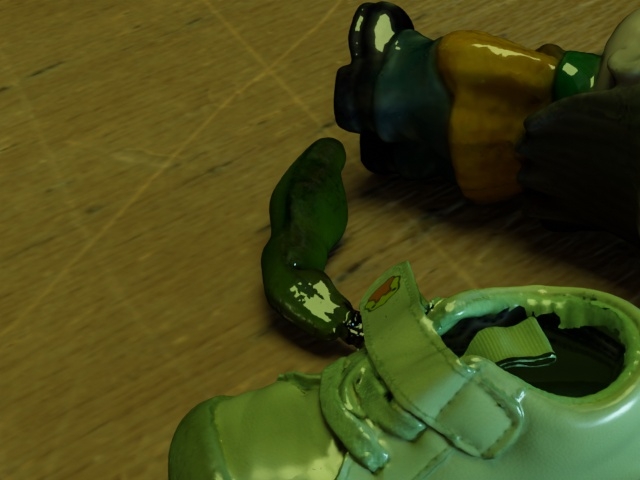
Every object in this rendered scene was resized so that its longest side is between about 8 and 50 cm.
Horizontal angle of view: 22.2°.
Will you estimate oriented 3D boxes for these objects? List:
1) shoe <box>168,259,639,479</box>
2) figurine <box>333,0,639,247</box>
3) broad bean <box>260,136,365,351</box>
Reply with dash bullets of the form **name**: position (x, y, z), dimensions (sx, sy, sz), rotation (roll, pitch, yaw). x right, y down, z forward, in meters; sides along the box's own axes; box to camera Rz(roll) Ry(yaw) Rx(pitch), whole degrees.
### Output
- **shoe**: position (0.056, 0.086, 0.803), dimensions (0.262, 0.128, 0.140), rotation (0, 18, -10)
- **figurine**: position (0.175, -0.059, 1.007), dimensions (0.332, 0.185, 0.204), rotation (-6, 62, 19)
- **broad bean**: position (-0.007, 0.000, 0.985), dimensions (0.061, 0.046, 0.195), rotation (9, 35, -13)
